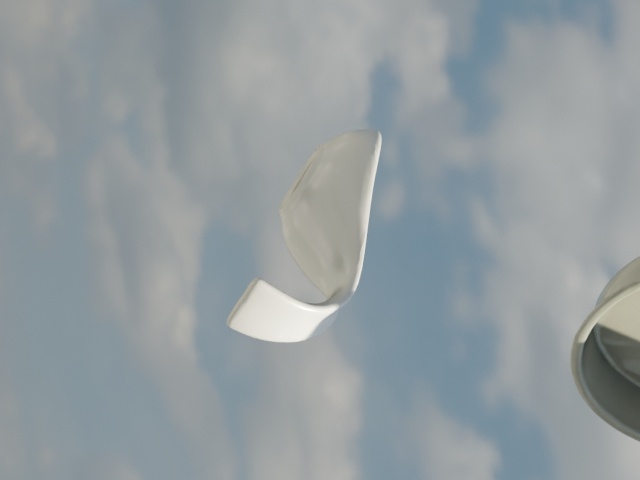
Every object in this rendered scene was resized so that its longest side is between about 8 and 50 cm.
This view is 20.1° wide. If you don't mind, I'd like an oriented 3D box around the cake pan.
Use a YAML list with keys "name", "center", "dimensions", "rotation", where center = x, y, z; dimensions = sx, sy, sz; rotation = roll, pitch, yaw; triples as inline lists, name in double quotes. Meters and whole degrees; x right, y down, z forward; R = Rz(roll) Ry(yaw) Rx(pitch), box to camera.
- name: "cake pan"
  center: [0.371, 0.094, 1.612]
  dimensions: [0.293, 0.293, 0.054]
  rotation: [104, -3, -50]

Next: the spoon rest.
- name: "spoon rest"
  center: [0.000, 0.000, 1.543]
  dimensions: [0.137, 0.084, 0.276]
  rotation: [-54, -174, 35]
